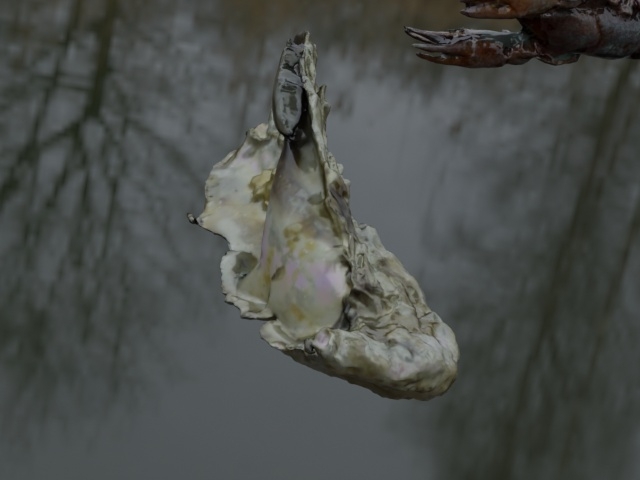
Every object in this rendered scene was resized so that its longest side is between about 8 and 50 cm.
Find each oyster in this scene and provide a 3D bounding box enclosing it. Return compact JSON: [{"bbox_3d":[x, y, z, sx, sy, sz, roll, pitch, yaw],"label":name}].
[{"bbox_3d":[-0.003,-0.002,0.708,0.061,0.106,0.200,17,45,-23],"label":"oyster"}]

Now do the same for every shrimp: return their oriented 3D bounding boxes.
[{"bbox_3d":[0.073,-0.071,0.598,0.092,0.038,0.029,-10,61,-22],"label":"shrimp"}]
